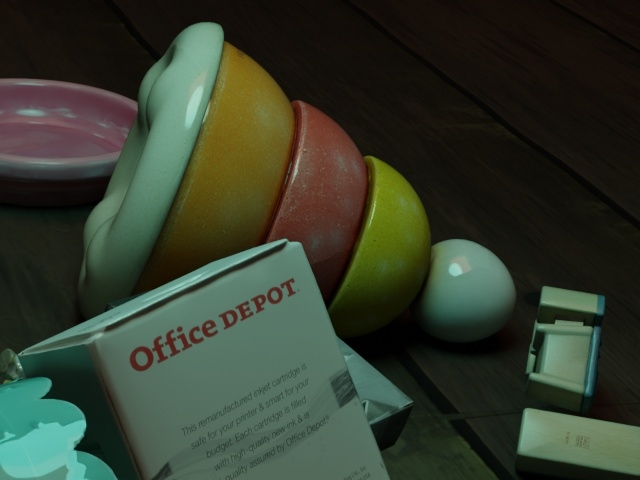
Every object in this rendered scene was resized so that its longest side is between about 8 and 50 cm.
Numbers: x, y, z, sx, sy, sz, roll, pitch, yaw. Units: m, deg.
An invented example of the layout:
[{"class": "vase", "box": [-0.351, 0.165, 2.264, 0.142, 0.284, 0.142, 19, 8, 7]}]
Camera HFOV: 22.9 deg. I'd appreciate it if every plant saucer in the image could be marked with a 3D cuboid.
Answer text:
[{"class": "plant saucer", "box": [-0.378, -0.128, 2.099, 0.332, 0.084, 0.332, 6, 24, -3]}]

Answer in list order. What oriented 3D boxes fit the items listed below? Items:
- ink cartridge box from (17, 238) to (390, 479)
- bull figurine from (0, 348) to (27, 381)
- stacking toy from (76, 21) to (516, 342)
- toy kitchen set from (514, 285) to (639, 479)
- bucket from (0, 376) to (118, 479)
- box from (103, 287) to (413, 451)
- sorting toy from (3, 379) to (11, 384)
[{"class": "ink cartridge box", "box": [-0.070, 0.167, 1.181, 0.207, 0.283, 0.117, -26, 8, -38]}, {"class": "bull figurine", "box": [-0.186, 0.188, 1.328, 0.188, 0.101, 0.310, 24, 13, -41]}, {"class": "stacking toy", "box": [0.000, 0.000, 1.728, 0.480, 0.350, 0.350, 21, 20, -11]}, {"class": "toy kitchen set", "box": [0.269, 0.171, 1.620, 0.122, 0.166, 0.207, 10, 59, 7]}, {"class": "bucket", "box": [-0.250, 0.236, 1.054, 0.183, 0.281, 0.281, -11, 29, -30]}, {"class": "box", "box": [-0.059, 0.121, 1.413, 0.231, 0.056, 0.183, 40, 35, 29]}, {"class": "sorting toy", "box": [-0.355, 0.163, 1.460, 0.132, 0.046, 0.274, 16, 24, 20]}]
